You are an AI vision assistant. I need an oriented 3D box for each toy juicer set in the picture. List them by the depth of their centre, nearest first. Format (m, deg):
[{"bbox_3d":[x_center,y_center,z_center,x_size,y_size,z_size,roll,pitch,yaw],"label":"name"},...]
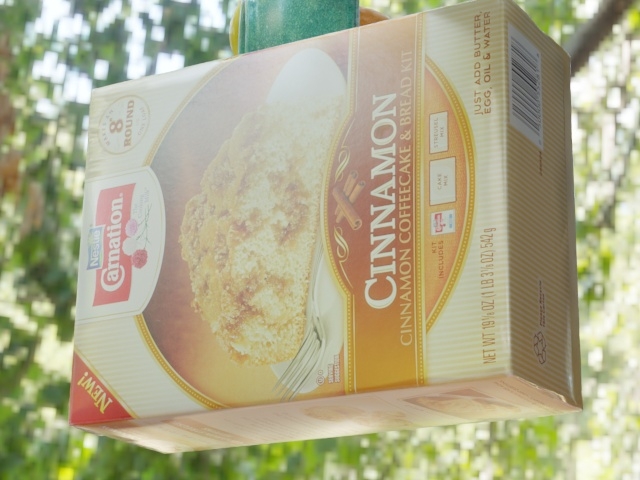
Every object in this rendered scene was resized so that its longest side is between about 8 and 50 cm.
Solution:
[{"bbox_3d":[-0.002,-0.118,0.924,0.089,0.209,0.329,1,-65,-6],"label":"toy juicer set"}]

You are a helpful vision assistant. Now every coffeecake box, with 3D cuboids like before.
[{"bbox_3d":[0.000,0.000,0.636,0.185,0.142,0.068,-10,-21,29],"label":"coffeecake box"}]
